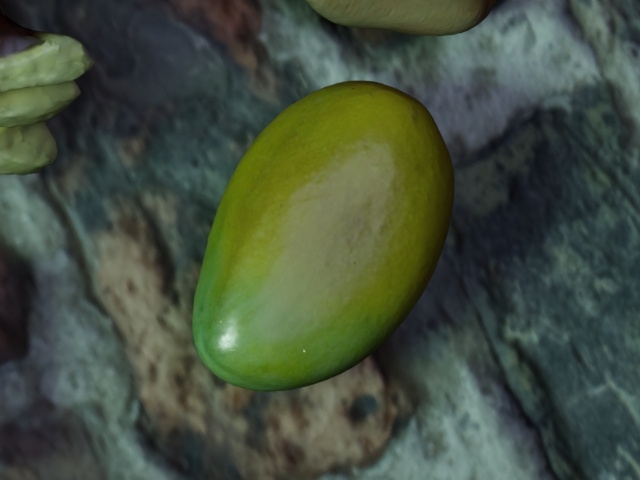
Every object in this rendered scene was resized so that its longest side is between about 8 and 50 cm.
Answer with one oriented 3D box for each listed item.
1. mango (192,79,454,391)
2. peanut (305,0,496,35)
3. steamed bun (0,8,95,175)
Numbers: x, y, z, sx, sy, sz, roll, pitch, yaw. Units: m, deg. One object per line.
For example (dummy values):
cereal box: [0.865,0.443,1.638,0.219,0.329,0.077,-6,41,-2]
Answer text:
mango: [0.000,0.000,1.110,0.130,0.092,0.195,47,66,-15]
peanut: [0.042,-0.161,1.177,0.152,0.076,0.076,3,79,-24]
steamed bun: [-0.245,-0.107,0.932,0.428,0.247,0.189,-19,76,-17]
